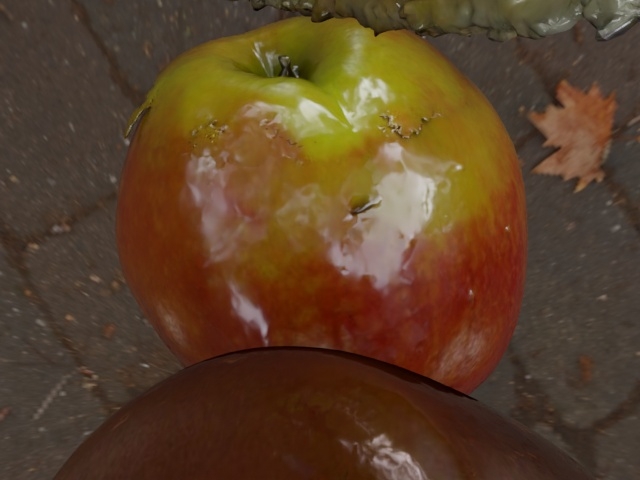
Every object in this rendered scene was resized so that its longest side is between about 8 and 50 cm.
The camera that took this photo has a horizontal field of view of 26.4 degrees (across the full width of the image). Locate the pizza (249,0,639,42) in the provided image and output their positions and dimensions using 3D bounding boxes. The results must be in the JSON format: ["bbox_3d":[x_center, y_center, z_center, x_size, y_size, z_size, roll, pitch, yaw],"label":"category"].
[{"bbox_3d":[0.104,-0.210,0.662,0.435,0.391,0.080,-51,125,-41],"label":"pizza"}]

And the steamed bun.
[{"bbox_3d":[-0.010,0.197,0.798,0.379,0.235,0.248,-25,57,34],"label":"steamed bun"}]

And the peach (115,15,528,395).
[{"bbox_3d":[0.000,0.000,1.151,0.369,0.370,0.370,0,83,-3],"label":"peach"}]
